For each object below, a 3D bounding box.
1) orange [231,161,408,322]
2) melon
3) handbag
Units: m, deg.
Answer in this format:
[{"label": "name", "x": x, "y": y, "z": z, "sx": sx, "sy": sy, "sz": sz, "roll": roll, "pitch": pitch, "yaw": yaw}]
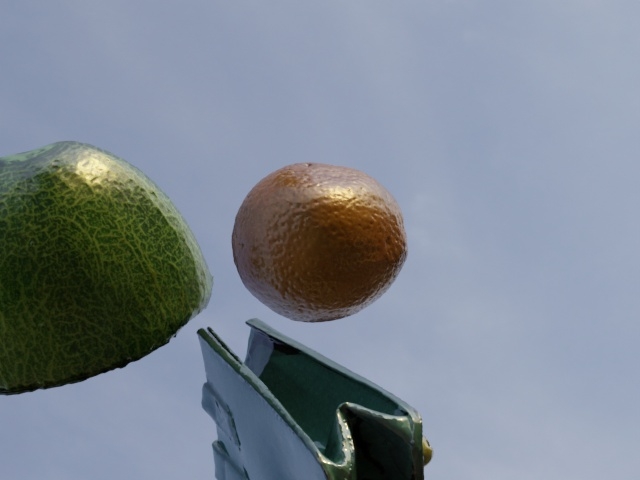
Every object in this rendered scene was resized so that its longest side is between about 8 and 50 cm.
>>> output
[{"label": "orange", "x": 0.000, "y": 0.000, "z": 0.595, "sx": 0.085, "sy": 0.085, "sz": 0.085, "roll": -11, "pitch": -70, "yaw": -34}, {"label": "melon", "x": -0.230, "y": 0.019, "z": 0.997, "sx": 0.265, "sy": 0.129, "sz": 0.169, "roll": -11, "pitch": -69, "yaw": 1}, {"label": "handbag", "x": 0.003, "y": 0.216, "z": 0.992, "sx": 0.100, "sy": 0.274, "sz": 0.269, "roll": -15, "pitch": -70, "yaw": -22}]
